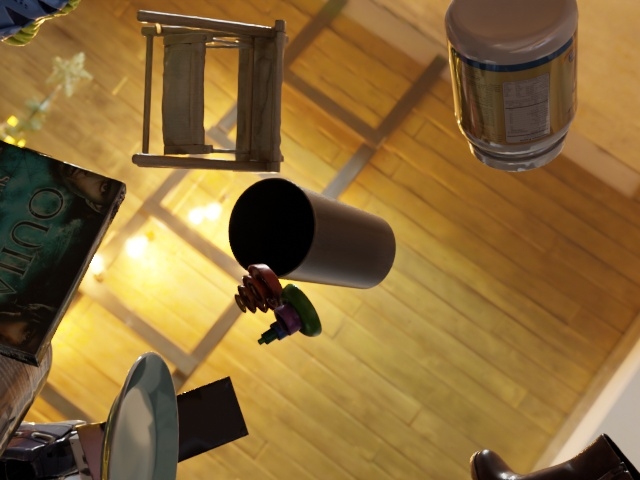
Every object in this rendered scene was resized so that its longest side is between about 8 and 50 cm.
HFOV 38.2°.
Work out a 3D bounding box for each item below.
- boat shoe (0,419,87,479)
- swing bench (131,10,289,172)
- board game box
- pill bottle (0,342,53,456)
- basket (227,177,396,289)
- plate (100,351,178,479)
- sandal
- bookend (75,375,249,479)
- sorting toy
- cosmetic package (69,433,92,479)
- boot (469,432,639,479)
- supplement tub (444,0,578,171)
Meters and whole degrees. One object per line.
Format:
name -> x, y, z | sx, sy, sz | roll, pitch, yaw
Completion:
boat shoe -> -0.555, 0.386, 1.608 | 0.158, 0.340, 0.127 | -12, 85, -59
swing bench -> -0.188, -0.247, 1.589 | 0.254, 0.253, 0.165 | 3, 3, -8
board game box -> -0.264, 0.007, 0.806 | 0.126, 0.186, 0.026 | 18, -31, 1
pill bottle -> -0.415, 0.157, 1.060 | 0.176, 0.176, 0.318 | 39, 23, -13
basket -> 0.000, 0.000, 1.479 | 0.226, 0.154, 0.204 | 14, 1, -44
plate -> -0.166, 0.195, 0.836 | 0.024, 0.188, 0.188 | 0, -14, 9
sandal -> -0.480, -0.394, 1.455 | 0.317, 0.138, 0.126 | -28, -98, 44
bookend -> -0.189, 0.224, 1.087 | 0.156, 0.157, 0.072 | -27, -99, 63
sorting toy -> -0.042, 0.062, 0.799 | 0.102, 0.042, 0.061 | 33, -33, 49
cosmetic package -> -0.321, 0.418, 1.480 | 0.098, 0.239, 0.060 | -11, 7, 35
boot -> 0.335, 0.340, 1.294 | 0.090, 0.207, 0.248 | 15, 29, -41
supplement tub -> 0.223, -0.191, 1.068 | 0.144, 0.144, 0.200 | 33, -24, 34
